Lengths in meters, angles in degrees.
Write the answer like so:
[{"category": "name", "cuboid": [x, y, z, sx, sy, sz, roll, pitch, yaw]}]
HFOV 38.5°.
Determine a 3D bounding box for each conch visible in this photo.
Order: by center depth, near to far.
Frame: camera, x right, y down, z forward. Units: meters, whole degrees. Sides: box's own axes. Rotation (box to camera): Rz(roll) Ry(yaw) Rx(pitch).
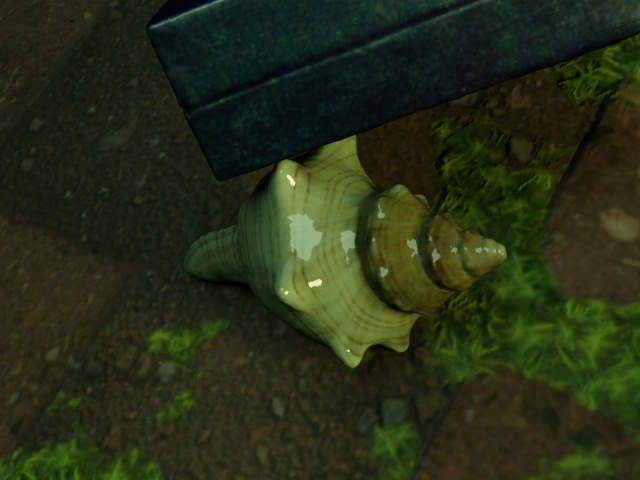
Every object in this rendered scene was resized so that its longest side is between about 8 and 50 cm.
[{"category": "conch", "cuboid": [0.001, -0.005, 0.560, 0.234, 0.114, 0.137, 21, 96, 26]}]

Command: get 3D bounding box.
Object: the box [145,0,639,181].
[{"category": "box", "cuboid": [0.046, -0.173, 0.600, 0.261, 0.116, 0.279, -18, 25, 10]}]
